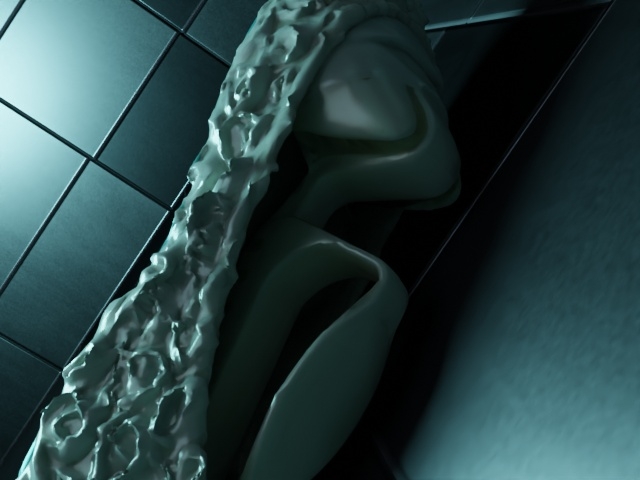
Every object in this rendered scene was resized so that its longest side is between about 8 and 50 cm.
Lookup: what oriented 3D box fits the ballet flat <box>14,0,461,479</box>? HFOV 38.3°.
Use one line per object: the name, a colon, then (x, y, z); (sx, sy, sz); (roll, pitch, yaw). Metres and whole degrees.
ballet flat: (0.000, 0.000, 0.471); (0.147, 0.147, 0.409); (-31, 31, 61)
